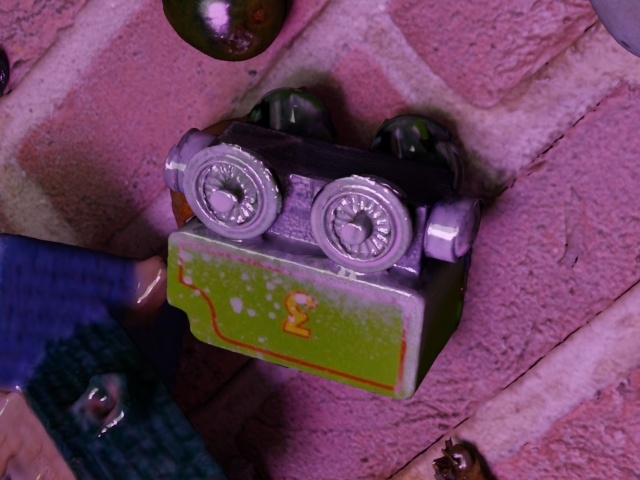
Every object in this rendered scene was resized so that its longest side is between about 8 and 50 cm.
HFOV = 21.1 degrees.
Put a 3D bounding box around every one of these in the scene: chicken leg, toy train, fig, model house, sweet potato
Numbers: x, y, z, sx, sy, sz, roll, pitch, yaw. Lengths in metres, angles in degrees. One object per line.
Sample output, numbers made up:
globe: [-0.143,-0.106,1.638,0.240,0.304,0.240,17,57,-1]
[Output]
chicken leg: [0.178,0.307,1.724,0.228,0.088,0.103,53,166,24]
toy train: [0.000,0.000,1.659,0.307,0.173,0.249,15,122,17]
fig: [-0.116,-0.243,1.704,0.177,0.117,0.117,24,120,37]
model house: [-0.275,0.181,1.755,0.343,0.334,0.382,-50,56,19]
sweet potato: [-0.095,-0.098,1.766,0.068,0.068,0.226,50,120,8]

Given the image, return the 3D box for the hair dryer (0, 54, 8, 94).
hair dryer: [-0.401,-0.260,1.922,0.100,0.057,0.198,11,108,29]

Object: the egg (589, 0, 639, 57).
egg: [0.288,-0.258,1.373,0.169,0.169,0.237,18,116,28]

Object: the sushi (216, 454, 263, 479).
sushi: [-0.151,0.319,1.921,0.225,0.136,0.126,-1,116,29]
